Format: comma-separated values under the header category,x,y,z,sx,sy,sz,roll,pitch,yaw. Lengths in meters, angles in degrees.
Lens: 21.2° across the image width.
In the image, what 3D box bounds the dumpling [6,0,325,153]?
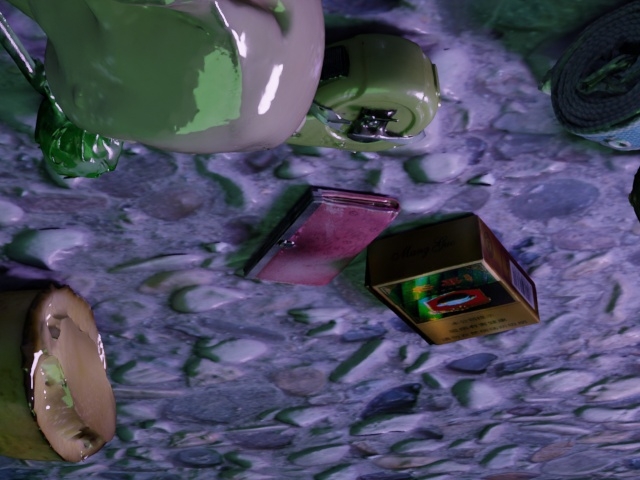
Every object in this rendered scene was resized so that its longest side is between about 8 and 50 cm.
category,x,y,z,sx,sy,sz,roll,pitch,yaw
dumpling,-0.147,-0.196,1.528,0.315,0.233,0.395,21,177,19

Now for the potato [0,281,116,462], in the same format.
category,x,y,z,sx,sy,sz,roll,pitch,yaw
potato,-0.402,0.171,2.189,0.242,0.242,0.285,-11,161,12

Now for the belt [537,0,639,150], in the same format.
category,x,y,z,sx,sy,sz,roll,pitch,yaw
belt,0.306,-0.162,1.688,0.082,0.147,0.163,19,122,-36

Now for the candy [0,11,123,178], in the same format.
category,x,y,z,sx,sy,sz,roll,pitch,yaw
candy,-0.278,-0.165,1.662,0.097,0.097,0.323,-11,147,13

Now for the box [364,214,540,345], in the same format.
category,x,y,z,sx,sy,sz,roll,pitch,yaw
box,0.172,0.056,2.198,0.159,0.071,0.240,-13,153,21

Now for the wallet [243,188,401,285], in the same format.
category,x,y,z,sx,sy,sz,roll,pitch,yaw
wallet,0.000,0.000,2.102,0.119,0.025,0.232,6,154,-22

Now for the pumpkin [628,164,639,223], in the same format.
category,x,y,z,sx,sy,sz,roll,pitch,yaw
pumpkin,0.439,-0.060,1.899,0.190,0.146,0.190,-33,-176,3

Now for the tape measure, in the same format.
category,x,y,z,sx,sy,sz,roll,pitch,yaw
tape measure,0.044,-0.145,1.733,0.177,0.087,0.154,5,152,-24
